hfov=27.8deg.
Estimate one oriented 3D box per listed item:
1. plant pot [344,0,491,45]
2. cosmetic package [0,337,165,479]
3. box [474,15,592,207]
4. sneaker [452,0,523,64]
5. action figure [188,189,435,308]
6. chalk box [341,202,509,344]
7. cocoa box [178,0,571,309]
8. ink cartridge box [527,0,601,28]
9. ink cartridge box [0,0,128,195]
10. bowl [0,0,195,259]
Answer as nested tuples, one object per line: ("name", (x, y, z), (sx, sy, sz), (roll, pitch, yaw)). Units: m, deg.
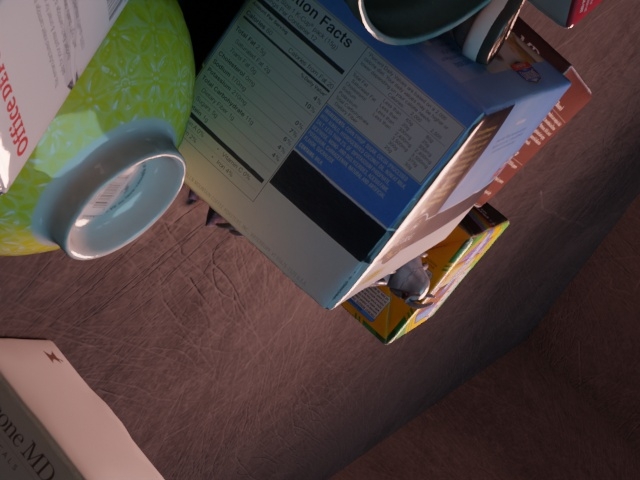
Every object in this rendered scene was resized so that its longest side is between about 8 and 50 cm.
("plant pot", (0.066, -0.317, 0.925), (0.293, 0.196, 0.293), (-39, 159, -18))
("cosmetic package", (-0.408, 0.340, 1.389), (0.453, 0.230, 0.161), (-47, 161, 10))
("box", (0.190, -0.174, 1.564), (0.203, 0.168, 0.167), (-46, 161, 11))
("sneaker", (0.119, -0.291, 1.129), (0.123, 0.178, 0.295), (113, 1, -51))
("action figure", (0.000, 0.000, 1.371), (0.099, 0.285, 0.185), (-61, 160, 1))
("chalk box", (0.112, -0.007, 1.678), (0.179, 0.180, 0.289), (-52, 168, 16))
("cocoa box", (0.052, -0.122, 1.219), (0.228, 0.231, 0.347), (-53, 169, 23))
("ink cartridge box", (0.173, -0.250, 0.789), (0.176, 0.127, 0.128), (-40, 159, -17))
("ink cartridge box", (-0.192, -0.159, 0.795), (0.158, 0.092, 0.217), (96, 18, -64))
("bowl", (-0.196, -0.078, 0.998), (0.289, 0.156, 0.289), (-37, 162, -15))
